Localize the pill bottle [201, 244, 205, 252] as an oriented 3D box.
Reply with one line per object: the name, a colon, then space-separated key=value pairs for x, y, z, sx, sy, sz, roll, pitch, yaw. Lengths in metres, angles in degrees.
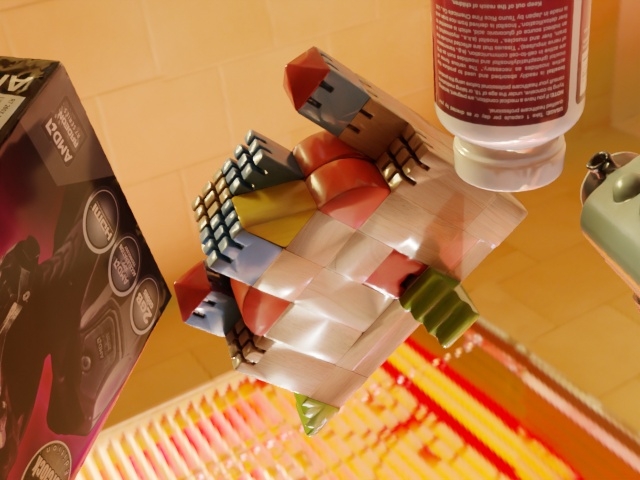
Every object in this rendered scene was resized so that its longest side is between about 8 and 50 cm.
pill bottle: x=-0.079 y=0.021 z=1.025 sx=0.120 sy=0.067 sz=0.067 roll=33 pitch=2 yaw=-39

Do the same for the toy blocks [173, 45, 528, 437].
toy blocks: x=0.000 y=0.000 z=0.836 sx=0.381 sy=0.261 sz=0.191 roll=-49 pitch=-143 yaw=20

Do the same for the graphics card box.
graphics card box: x=-0.226 y=0.098 z=0.496 sx=0.094 sy=0.371 sz=0.233 roll=7 pitch=-40 yaw=19

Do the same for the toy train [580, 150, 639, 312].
toy train: x=0.291 y=0.035 z=0.622 sx=0.190 sy=0.142 sz=0.334 roll=45 pitch=13 yaw=-18

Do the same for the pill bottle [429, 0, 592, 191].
pill bottle: x=0.104 y=-0.107 z=0.485 sx=0.086 sy=0.086 sz=0.152 roll=39 pitch=-36 yaw=48
